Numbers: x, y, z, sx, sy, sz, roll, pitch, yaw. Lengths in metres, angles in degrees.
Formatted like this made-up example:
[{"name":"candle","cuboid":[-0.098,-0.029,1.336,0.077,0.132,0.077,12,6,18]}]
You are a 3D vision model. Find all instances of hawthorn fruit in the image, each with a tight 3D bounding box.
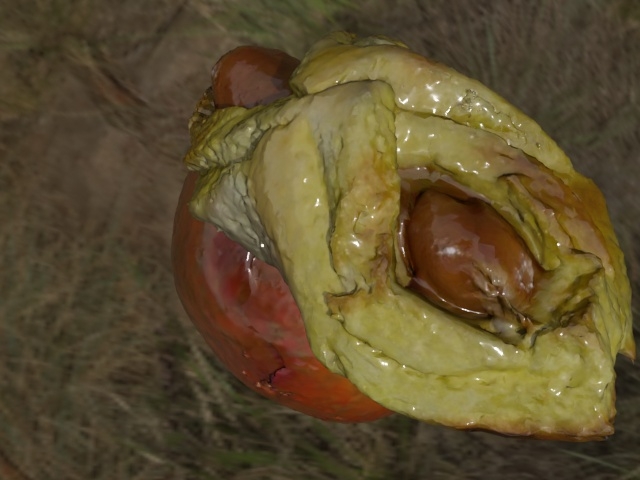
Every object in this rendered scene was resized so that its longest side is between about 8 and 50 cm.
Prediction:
[{"name":"hawthorn fruit","cuboid":[0.000,0.000,1.295,0.276,0.307,0.276,-1,91,-25]}]

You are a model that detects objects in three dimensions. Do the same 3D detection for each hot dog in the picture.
[{"name":"hot dog","cuboid":[0.013,-0.015,0.392,0.078,0.061,0.169,-25,38,-24]}]
